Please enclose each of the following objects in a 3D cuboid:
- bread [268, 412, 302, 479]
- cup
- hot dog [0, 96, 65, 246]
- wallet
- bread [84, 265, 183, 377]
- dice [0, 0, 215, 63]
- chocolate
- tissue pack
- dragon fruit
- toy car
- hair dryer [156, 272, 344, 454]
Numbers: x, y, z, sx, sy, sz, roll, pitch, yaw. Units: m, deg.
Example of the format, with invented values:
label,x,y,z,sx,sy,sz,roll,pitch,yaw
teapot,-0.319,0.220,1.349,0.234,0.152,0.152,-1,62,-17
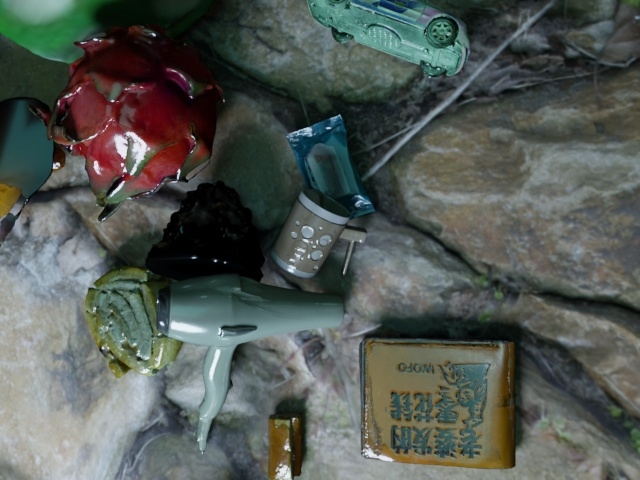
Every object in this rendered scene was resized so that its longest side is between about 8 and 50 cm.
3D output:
label,x,y,z,sx,sy,sz,roll,pitch,yaw
bread,-0.048,0.273,0.642,0.047,0.036,0.083,-2,85,13
cup,-0.005,-0.004,0.632,0.074,0.102,0.099,48,115,44
hot dog,-0.513,-0.078,0.707,0.326,0.107,0.194,-11,95,0
wallet,0.144,0.203,0.608,0.195,0.042,0.161,0,87,10
bread,-0.255,0.111,0.670,0.117,0.064,0.156,-28,82,9
dice,-0.303,-0.415,0.587,0.297,0.300,0.287,-27,87,6
chocolate,-0.144,-0.018,0.631,0.156,0.156,0.133,-2,71,10
tissue pack,0.014,-0.091,0.653,0.085,0.028,0.138,-18,90,13
dragon fruit,-0.234,-0.149,0.617,0.193,0.192,0.274,19,90,31
toy car,0.089,-0.286,0.617,0.224,0.090,0.076,25,86,10
hair dryer,-0.076,0.149,0.634,0.229,0.092,0.267,-13,122,-12
